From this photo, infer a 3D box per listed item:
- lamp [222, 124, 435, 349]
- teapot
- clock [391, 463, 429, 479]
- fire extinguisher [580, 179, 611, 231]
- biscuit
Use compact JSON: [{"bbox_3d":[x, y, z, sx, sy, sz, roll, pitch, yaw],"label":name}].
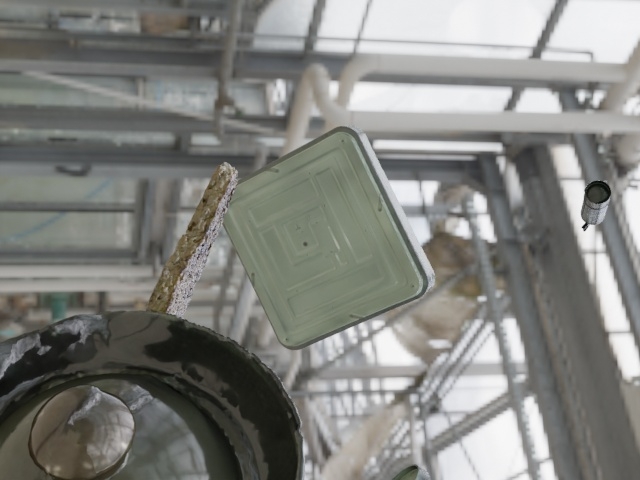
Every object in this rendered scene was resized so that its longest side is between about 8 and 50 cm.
[{"bbox_3d":[0.000,0.000,1.641,0.047,0.269,0.266,-25,89,-61],"label":"lamp"},{"bbox_3d":[-0.115,0.183,0.521,0.305,0.223,0.285,-53,157,-36],"label":"teapot"},{"bbox_3d":[0.090,0.291,1.288,0.085,0.017,0.085,-47,-174,7],"label":"clock"},{"bbox_3d":[0.273,-0.036,1.123,0.038,0.025,0.083,-51,162,-11],"label":"fire extinguisher"},{"bbox_3d":[-0.130,0.044,1.024,0.131,0.026,0.236,-71,-175,-81],"label":"biscuit"}]
